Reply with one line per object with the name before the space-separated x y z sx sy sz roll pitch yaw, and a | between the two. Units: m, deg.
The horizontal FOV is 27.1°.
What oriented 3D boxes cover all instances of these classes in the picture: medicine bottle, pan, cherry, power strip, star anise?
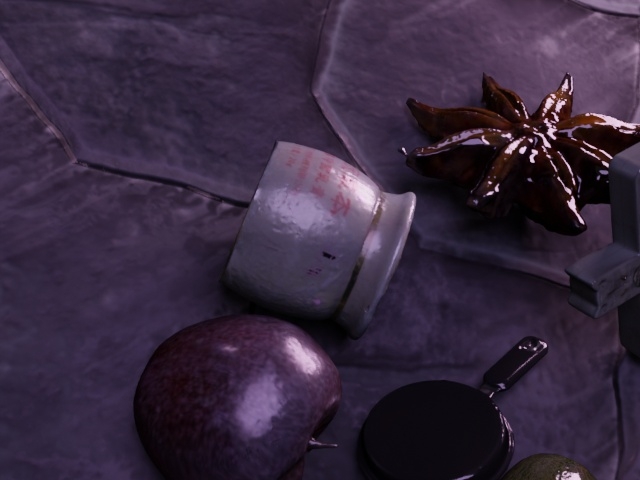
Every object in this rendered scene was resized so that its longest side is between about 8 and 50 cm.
medicine bottle | 0.000 0.000 1.172 0.143 0.147 0.147 22 61 -2
pan | 0.129 0.145 1.173 0.136 0.028 0.235 24 46 33
cherry | -0.068 0.136 1.092 0.176 0.140 0.176 -1 69 3
power strip | 0.291 0.020 1.197 0.145 0.216 0.061 -27 34 -21
star anise | 0.202 -0.072 1.293 0.271 0.103 0.272 2 36 -2

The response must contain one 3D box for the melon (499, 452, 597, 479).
melon | 0.180 0.257 1.101 0.114 0.114 0.167 23 62 0
